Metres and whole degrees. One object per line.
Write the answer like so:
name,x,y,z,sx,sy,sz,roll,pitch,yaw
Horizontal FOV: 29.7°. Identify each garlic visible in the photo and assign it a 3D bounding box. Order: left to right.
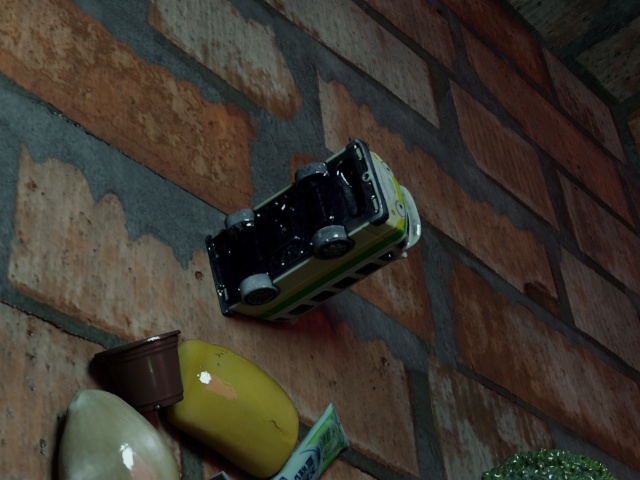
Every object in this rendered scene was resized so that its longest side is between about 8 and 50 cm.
garlic,-0.202,0.317,1.376,0.318,0.112,0.143,66,25,-4

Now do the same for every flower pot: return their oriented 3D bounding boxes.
flower pot,-0.216,0.168,1.502,0.111,0.111,0.089,-12,84,-60

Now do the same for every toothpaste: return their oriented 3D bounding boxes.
toothpaste,-0.020,0.317,1.699,0.074,0.048,0.297,67,26,-7

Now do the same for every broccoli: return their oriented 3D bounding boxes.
broccoli,0.390,0.477,2.059,0.288,0.248,0.245,-2,98,-69

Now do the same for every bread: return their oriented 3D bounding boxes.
bread,-0.112,0.218,1.607,0.217,0.098,0.147,35,38,-32

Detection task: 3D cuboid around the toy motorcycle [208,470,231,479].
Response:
toy motorcycle,-0.074,0.376,1.511,0.213,0.082,0.122,52,30,-11

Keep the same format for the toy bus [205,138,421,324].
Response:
toy bus,0.000,0.000,1.787,0.179,0.305,0.143,25,40,-48
